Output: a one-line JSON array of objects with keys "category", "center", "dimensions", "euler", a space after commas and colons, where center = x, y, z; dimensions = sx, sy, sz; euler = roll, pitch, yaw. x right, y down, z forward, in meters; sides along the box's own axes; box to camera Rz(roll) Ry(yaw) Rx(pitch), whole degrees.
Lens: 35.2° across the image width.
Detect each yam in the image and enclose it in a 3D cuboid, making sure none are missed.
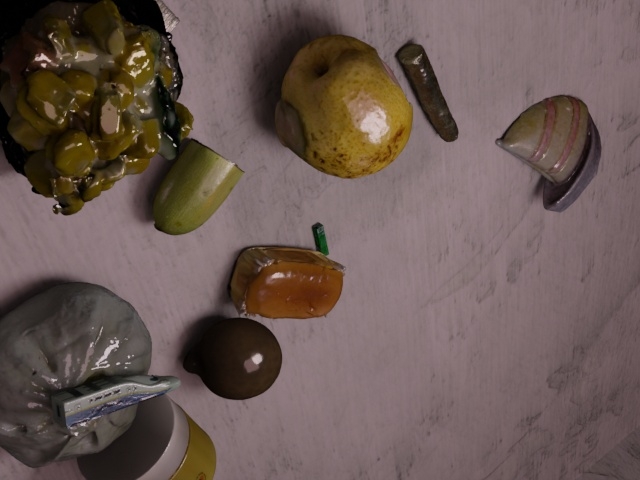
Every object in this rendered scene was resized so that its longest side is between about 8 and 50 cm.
[{"category": "yam", "center": [0.239, -0.314, 2.186], "dimensions": [0.061, 0.061, 0.274], "euler": [-46, 137, -11]}]

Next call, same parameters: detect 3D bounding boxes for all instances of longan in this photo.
[{"category": "longan", "center": [-0.181, 0.242, 2.066], "dimensions": [0.204, 0.159, 0.185], "euler": [-6, 130, 5]}]

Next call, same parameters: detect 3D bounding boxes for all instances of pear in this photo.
[{"category": "pear", "center": [0.047, -0.255, 1.901], "dimensions": [0.271, 0.271, 0.271], "euler": [-22, 127, -32]}]

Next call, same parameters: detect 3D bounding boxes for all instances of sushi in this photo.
[{"category": "sushi", "center": [-0.339, -0.226, 1.533], "dimensions": [0.329, 0.285, 0.328], "euler": [-22, 123, -26]}]

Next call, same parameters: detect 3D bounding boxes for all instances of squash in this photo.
[{"category": "squash", "center": [-0.239, -0.089, 1.842], "dimensions": [0.186, 0.123, 0.123], "euler": [-52, 137, 2]}]

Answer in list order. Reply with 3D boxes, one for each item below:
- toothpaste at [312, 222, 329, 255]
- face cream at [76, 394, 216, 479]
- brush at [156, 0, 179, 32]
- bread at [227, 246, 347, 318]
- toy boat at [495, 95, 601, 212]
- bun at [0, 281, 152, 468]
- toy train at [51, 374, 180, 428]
[{"category": "toothpaste", "center": [0.000, 0.000, 2.183], "dimensions": [0.020, 0.017, 0.083], "euler": [-33, 133, -25]}, {"category": "face cream", "center": [-0.338, 0.420, 1.980], "dimensions": [0.218, 0.218, 0.179], "euler": [-46, 137, -12]}, {"category": "brush", "center": [-0.350, -0.298, 1.690], "dimensions": [0.272, 0.013, 0.103], "euler": [-51, 137, -5]}, {"category": "bread", "center": [-0.066, 0.093, 2.107], "dimensions": [0.241, 0.107, 0.136], "euler": [6, 111, -39]}, {"category": "toy boat", "center": [0.601, -0.242, 2.527], "dimensions": [0.276, 0.111, 0.293], "euler": [-52, 128, -16]}, {"category": "bun", "center": [-0.445, 0.254, 1.801], "dimensions": [0.354, 0.194, 0.354], "euler": [-20, 125, -31]}, {"category": "toy train", "center": [-0.342, 0.258, 1.722], "dimensions": [0.234, 0.052, 0.051], "euler": [-16, 110, -39]}]
